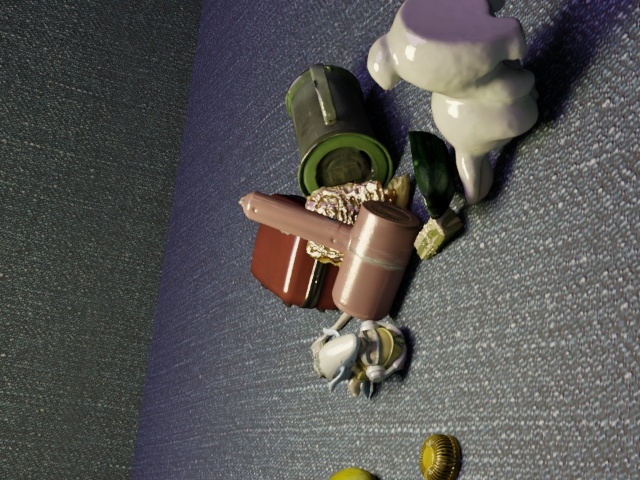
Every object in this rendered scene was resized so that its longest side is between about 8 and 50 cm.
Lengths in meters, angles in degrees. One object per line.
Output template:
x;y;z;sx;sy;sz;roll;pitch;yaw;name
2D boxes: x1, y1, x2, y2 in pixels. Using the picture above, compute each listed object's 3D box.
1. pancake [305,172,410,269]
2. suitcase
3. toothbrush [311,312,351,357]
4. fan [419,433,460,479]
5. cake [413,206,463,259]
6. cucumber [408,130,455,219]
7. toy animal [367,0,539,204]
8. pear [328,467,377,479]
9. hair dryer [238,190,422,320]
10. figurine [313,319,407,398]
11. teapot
0.083;-0.018;1.973;0.257;0.056;0.212;-10;97;31;pancake
-0.037;0.021;2.185;0.297;0.161;0.236;-150;73;-68;suitcase
0.048;0.175;2.079;0.307;0.025;0.029;-52;41;48;toothbrush
0.188;0.397;1.596;0.082;0.039;0.155;-178;99;-68;fan
0.212;-0.011;1.758;0.051;0.055;0.140;55;158;12;cake
0.204;-0.112;1.707;0.244;0.063;0.115;-86;-26;-59;cucumber
0.227;-0.236;1.566;0.367;0.241;0.196;59;-159;-47;toy animal
0.048;0.495;1.810;0.141;0.104;0.141;-164;90;-70;pear
0.000;0.000;1.883;0.125;0.352;0.210;-55;-16;-70;hair dryer
0.078;0.225;1.845;0.208;0.184;0.128;63;-162;-62;figurine
0.022;-0.261;2.103;0.337;0.200;0.270;-103;-4;-50;teapot
